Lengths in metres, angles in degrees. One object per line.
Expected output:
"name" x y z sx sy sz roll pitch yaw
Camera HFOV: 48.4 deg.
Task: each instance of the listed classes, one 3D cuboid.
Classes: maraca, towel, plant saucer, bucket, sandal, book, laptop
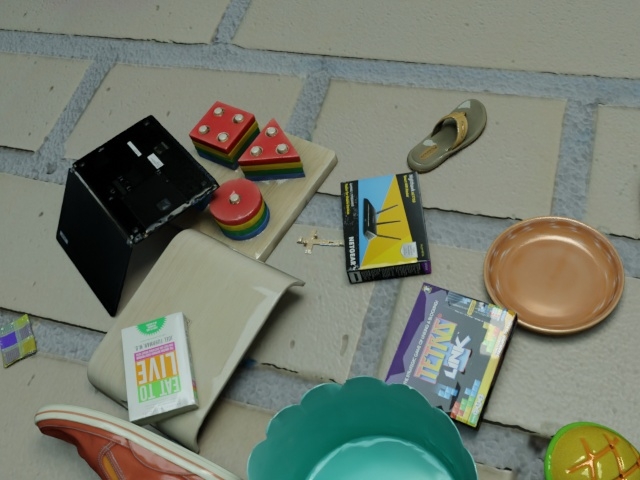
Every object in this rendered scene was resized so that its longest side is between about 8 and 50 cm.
"maraca" 0.357 0.301 0.868 0.186 0.099 0.127 33 70 1
"towel" -0.513 0.169 1.200 0.060 0.009 0.083 -26 56 -3
"plant saucer" 0.345 0.054 1.063 0.200 0.037 0.200 -6 56 9
"bucket" 0.061 0.322 0.866 0.281 0.183 0.281 -6 57 9
"sandal" 0.223 -0.189 1.241 0.180 0.049 0.072 -40 58 -13
"book" -0.232 0.184 1.031 0.096 0.035 0.144 -18 60 4
"laptop" -0.325 -0.048 1.229 0.264 0.136 0.234 -37 58 -15

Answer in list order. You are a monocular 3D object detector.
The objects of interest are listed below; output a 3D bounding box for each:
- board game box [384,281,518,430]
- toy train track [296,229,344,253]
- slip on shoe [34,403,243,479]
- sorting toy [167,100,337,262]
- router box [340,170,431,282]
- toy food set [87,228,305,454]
"board game box" 0.183 0.160 1.004 0.141 0.048 0.170 17 75 22
"toy train track" 0.000 0.000 1.190 0.083 0.014 0.048 4 59 15
"slip on shoe" -0.270 0.313 0.992 0.331 0.123 0.101 19 67 18
"sorting toy" -0.147 -0.119 1.255 0.256 0.089 0.257 24 65 25
"router box" 0.104 -0.023 1.162 0.133 0.046 0.178 -8 56 7
"toy food set" -0.192 0.145 1.107 0.220 0.092 0.306 25 74 25
